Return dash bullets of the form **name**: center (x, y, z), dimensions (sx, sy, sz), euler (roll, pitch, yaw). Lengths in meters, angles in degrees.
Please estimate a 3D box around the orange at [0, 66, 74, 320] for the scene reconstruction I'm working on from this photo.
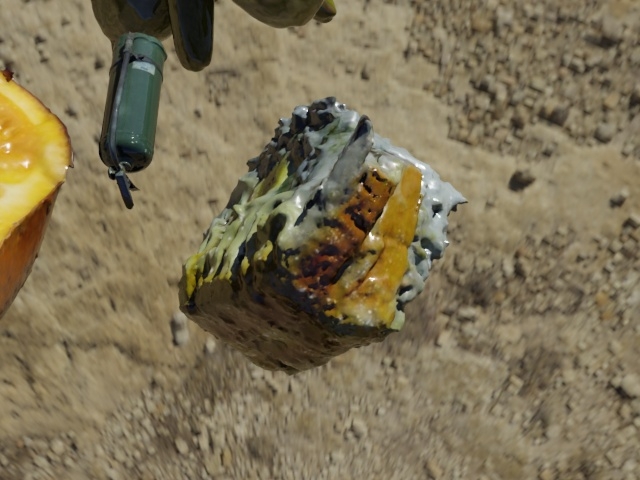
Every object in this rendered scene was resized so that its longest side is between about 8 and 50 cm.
- **orange**: center (-0.301, -0.018, 0.917), dimensions (0.274, 0.274, 0.310), euler (14, 65, 3)

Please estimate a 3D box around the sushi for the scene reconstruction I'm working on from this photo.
- **sushi**: center (0.000, 0.000, 1.103), dimensions (0.139, 0.274, 0.184), euler (37, 68, -20)

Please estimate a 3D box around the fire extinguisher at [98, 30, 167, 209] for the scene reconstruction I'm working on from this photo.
- **fire extinguisher**: center (-0.087, -0.057, 0.662), dimensions (0.025, 0.038, 0.083), euler (-6, 55, 12)

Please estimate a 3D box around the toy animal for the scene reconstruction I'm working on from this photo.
- **toy animal**: center (-0.060, -0.247, 1.302), dimensions (0.363, 0.180, 0.181), euler (11, 36, 43)
